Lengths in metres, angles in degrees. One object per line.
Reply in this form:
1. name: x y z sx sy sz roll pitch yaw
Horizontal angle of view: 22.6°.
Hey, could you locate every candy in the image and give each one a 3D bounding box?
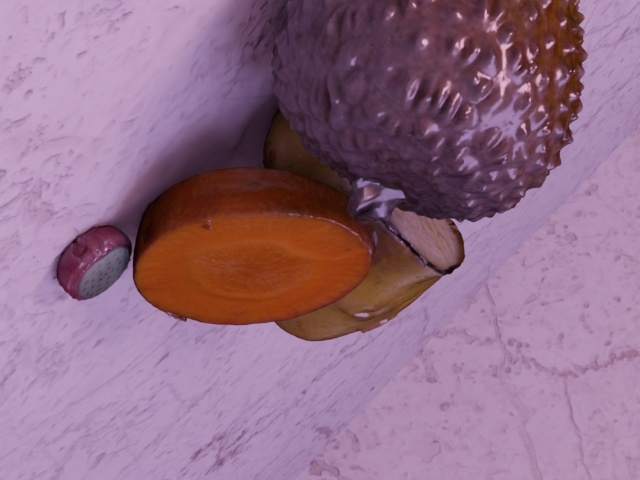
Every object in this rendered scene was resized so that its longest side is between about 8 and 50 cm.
1. candy: -0.279 0.027 1.979 0.103 0.043 0.103 -40 158 -19

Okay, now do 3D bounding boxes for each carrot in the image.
1. carrot: -0.082 0.015 2.020 0.258 0.307 0.100 79 12 -53

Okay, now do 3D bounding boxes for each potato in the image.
1. potato: 0.000 0.000 2.206 0.296 0.290 0.397 -36 152 19

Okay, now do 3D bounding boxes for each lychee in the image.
1. lychee: 0.134 -0.214 1.871 0.432 0.380 0.380 -64 163 -5
